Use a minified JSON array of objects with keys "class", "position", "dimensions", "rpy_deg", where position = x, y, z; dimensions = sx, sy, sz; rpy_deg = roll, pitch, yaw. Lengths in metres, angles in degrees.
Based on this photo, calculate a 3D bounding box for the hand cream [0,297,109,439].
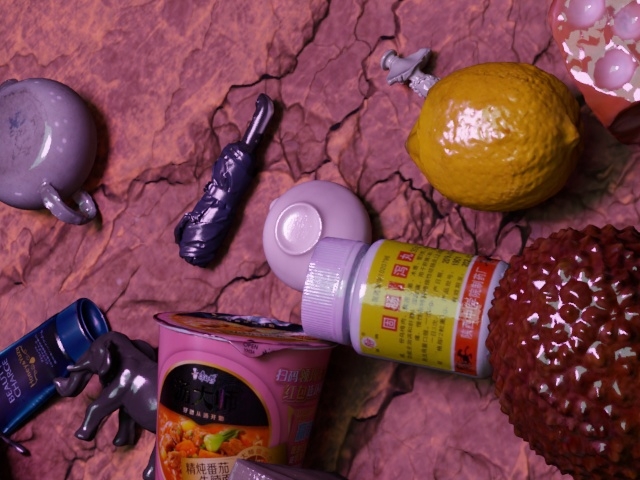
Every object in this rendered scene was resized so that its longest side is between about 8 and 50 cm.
[{"class":"hand cream","position":[-0.409,0.185,1.891],"dimensions":[0.270,0.061,0.120],"rpy_deg":[-36,68,28]}]

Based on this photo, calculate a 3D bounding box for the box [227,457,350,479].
[{"class":"box","position":[-0.005,0.347,1.495],"dimensions":[0.149,0.231,0.155],"rpy_deg":[21,90,33]}]

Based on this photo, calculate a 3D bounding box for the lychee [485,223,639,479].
[{"class":"lychee","position":[0.303,0.120,1.346],"dimensions":[0.276,0.304,0.276],"rpy_deg":[-25,28,15]}]

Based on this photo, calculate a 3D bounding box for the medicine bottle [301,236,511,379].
[{"class":"medicine bottle","position":[0.103,0.073,1.519],"dimensions":[0.225,0.139,0.139],"rpy_deg":[10,84,17]}]

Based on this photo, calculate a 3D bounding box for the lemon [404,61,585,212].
[{"class":"lemon","position":[0.202,-0.121,1.513],"dimensions":[0.193,0.180,0.180],"rpy_deg":[-28,64,47]}]

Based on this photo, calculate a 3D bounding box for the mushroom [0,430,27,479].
[{"class":"mushroom","position":[-0.560,0.346,1.837],"dimensions":[0.362,0.294,0.362],"rpy_deg":[24,124,41]}]

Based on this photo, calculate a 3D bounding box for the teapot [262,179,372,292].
[{"class":"teapot","position":[0.000,0.000,1.661],"dimensions":[0.226,0.092,0.145],"rpy_deg":[38,100,29]}]

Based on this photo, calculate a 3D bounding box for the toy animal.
[{"class":"toy animal","position":[-0.245,0.214,1.757],"dimensions":[0.245,0.114,0.146],"rpy_deg":[24,99,11]}]

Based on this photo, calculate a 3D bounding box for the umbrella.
[{"class":"umbrella","position":[-0.124,-0.081,1.765],"dimensions":[0.071,0.071,0.248],"rpy_deg":[32,97,32]}]

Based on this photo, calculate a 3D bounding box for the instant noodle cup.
[{"class":"instant noodle cup","position":[-0.103,0.224,1.604],"dimensions":[0.244,0.244,0.255],"rpy_deg":[9,93,32]}]

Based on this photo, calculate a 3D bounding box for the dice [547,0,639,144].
[{"class":"dice","position":[0.367,-0.214,1.439],"dimensions":[0.175,0.174,0.179],"rpy_deg":[-29,70,22]}]

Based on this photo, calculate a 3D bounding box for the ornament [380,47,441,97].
[{"class":"ornament","position":[0.115,-0.212,1.666],"dimensions":[0.068,0.041,0.092],"rpy_deg":[-22,54,1]}]

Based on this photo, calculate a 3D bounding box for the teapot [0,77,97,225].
[{"class":"teapot","position":[-0.407,-0.137,1.917],"dimensions":[0.193,0.129,0.294],"rpy_deg":[-40,64,17]}]
